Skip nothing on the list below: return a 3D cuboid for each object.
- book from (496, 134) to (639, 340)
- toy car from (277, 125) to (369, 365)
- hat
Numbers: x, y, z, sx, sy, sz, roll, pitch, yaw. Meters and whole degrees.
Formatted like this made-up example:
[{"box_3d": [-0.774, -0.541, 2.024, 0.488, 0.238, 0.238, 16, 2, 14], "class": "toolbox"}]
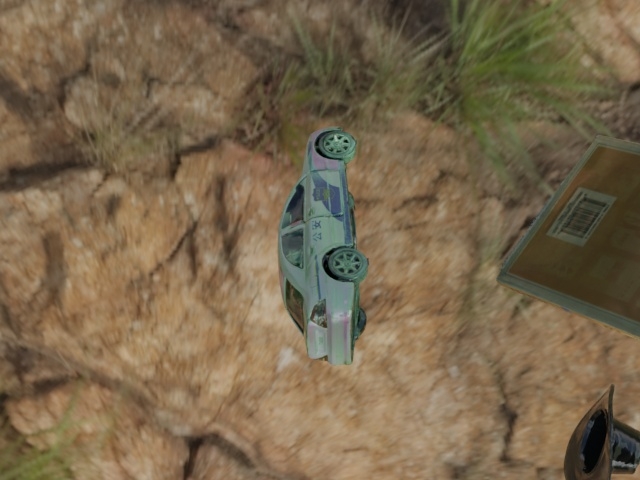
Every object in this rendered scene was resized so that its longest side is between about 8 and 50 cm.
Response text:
[{"box_3d": [0.269, -0.001, 1.116, 0.018, 0.241, 0.170, 43, 79, -34], "class": "book"}, {"box_3d": [0.000, 0.000, 1.185, 0.076, 0.090, 0.224, -4, 51, -1], "class": "toy car"}, {"box_3d": [0.263, 0.188, 1.224, 0.050, 0.121, 0.121, 14, 77, -4], "class": "hat"}]
